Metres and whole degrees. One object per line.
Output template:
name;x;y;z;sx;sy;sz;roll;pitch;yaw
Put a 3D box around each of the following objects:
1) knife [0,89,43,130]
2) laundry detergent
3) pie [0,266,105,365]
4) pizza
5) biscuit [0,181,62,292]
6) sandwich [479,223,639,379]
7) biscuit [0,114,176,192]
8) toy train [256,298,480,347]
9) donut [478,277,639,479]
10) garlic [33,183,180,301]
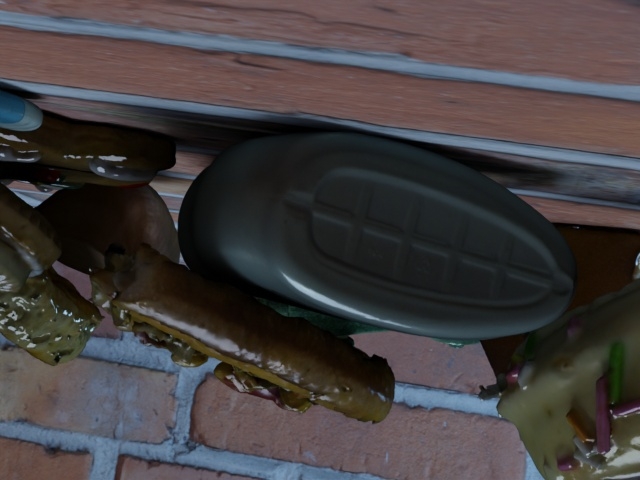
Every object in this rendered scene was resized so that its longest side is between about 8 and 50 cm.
knife;-0.273;-0.101;0.996;0.064;0.031;0.222;10;177;39
laundry detergent;0.000;0.000;1.195;0.264;0.124;0.398;14;175;-22
pie;-0.354;0.008;1.496;0.339;0.083;0.339;36;176;3
pizza;-0.103;0.055;1.139;0.288;0.074;0.251;18;170;28
biscuit;-0.329;-0.038;1.217;0.259;0.079;0.259;30;169;6
sandwich;0.213;0.078;1.437;0.220;0.186;0.108;6;173;37
biscuit;-0.232;-0.069;1.272;0.197;0.049;0.301;12;176;-21
toy train;0.059;0.052;1.635;0.285;0.116;0.177;-5;-164;-17
donut;0.346;0.106;1.203;0.371;0.150;0.307;6;149;-44
garlic;-0.195;-0.005;1.498;0.128;0.115;0.207;20;-176;-36
